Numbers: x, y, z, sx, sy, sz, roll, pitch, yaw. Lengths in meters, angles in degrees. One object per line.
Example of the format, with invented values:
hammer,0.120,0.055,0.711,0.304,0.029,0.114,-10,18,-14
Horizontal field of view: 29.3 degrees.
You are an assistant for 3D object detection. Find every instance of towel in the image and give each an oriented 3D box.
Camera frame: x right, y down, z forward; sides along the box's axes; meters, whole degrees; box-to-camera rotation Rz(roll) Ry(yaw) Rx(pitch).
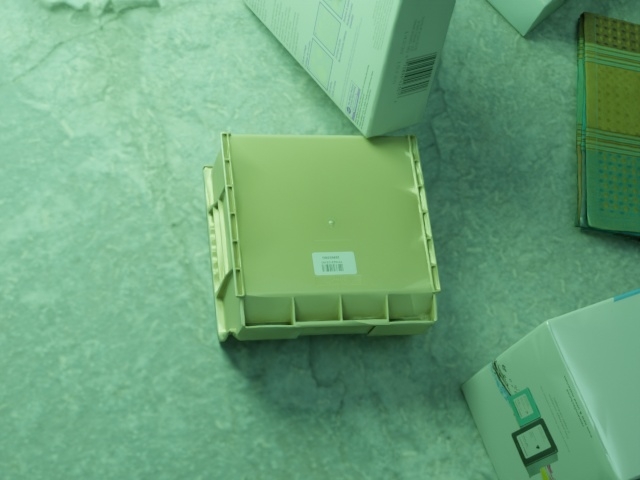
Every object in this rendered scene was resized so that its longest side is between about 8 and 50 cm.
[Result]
towel,0.499,-0.154,1.797,0.271,0.040,0.370,11,63,-11

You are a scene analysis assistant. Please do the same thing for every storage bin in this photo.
storage bin,0.000,0.000,1.545,0.262,0.123,0.260,0,68,-16

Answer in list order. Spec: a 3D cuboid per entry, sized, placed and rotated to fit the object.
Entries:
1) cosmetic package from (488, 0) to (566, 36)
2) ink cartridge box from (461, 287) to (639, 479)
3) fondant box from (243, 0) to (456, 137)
cosmetic package,0.344,-0.526,1.882,0.377,0.097,0.284,-40,80,-26
ink cartridge box,0.332,0.197,1.466,0.198,0.270,0.197,-16,74,-21
fondant box,0.028,-0.328,1.570,0.096,0.238,0.330,-19,52,-30
